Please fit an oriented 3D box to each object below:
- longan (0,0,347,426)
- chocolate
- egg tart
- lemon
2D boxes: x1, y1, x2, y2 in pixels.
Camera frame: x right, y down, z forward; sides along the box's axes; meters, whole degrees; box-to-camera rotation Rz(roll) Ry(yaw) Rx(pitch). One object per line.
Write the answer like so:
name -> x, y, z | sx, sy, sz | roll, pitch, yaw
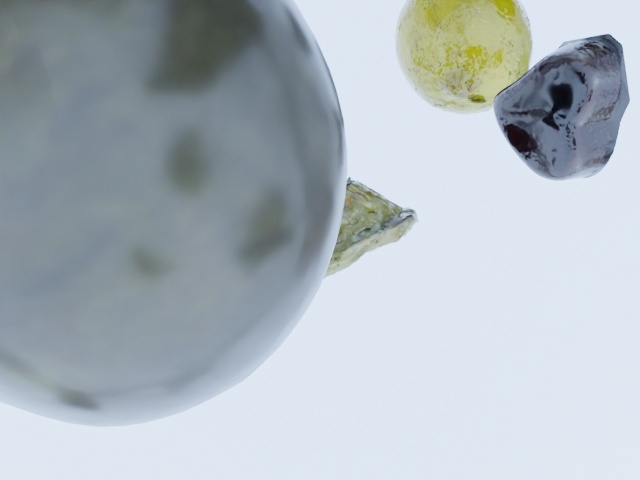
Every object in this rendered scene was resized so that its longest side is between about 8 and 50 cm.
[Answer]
longan -> -0.161, -0.050, 0.644 | 0.361, 0.361, 0.360 | -8, -60, -15
chocolate -> 0.231, -0.135, 1.052 | 0.080, 0.125, 0.148 | -24, -48, -53
egg tart -> -0.002, -0.001, 1.130 | 0.213, 0.212, 0.090 | -30, -84, -1
lemon -> 0.177, -0.243, 1.316 | 0.174, 0.206, 0.173 | 2, -40, 2
